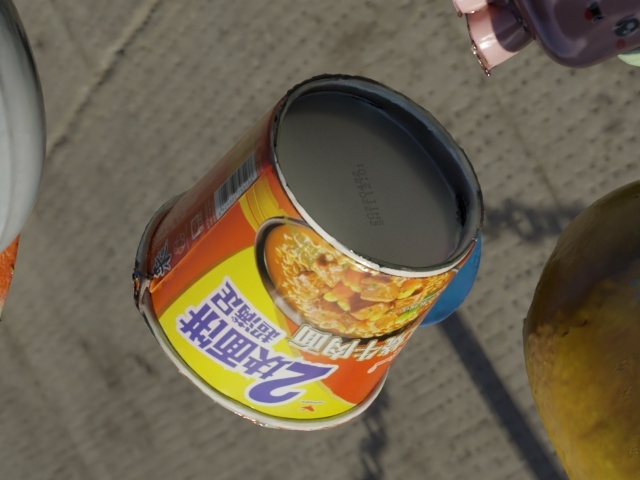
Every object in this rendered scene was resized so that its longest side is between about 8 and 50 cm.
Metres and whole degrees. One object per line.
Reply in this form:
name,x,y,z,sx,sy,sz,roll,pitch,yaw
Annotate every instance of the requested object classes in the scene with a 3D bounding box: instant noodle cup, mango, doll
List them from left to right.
instant noodle cup,0.000,0.000,1.172,0.213,0.213,0.174,55,136,14
doll,0.239,-0.266,1.489,0.216,0.268,0.284,-95,-19,-50
mango,0.288,0.123,1.284,0.182,0.252,0.365,57,-156,-63

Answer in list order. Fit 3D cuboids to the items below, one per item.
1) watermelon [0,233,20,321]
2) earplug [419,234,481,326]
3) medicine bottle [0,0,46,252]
watermelon,-0.302,0.007,1.520,0.094,0.125,0.135,-26,83,12
earplug,0.004,0.003,1.463,0.273,0.132,0.132,0,111,57
medicine bottle,-0.331,-0.051,0.913,0.245,0.306,0.245,25,128,36
